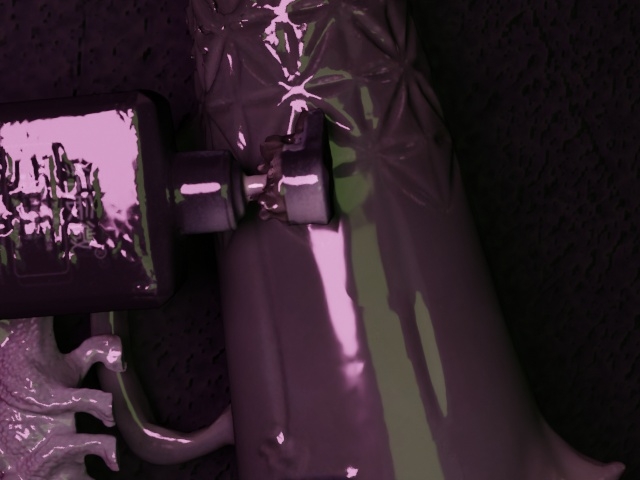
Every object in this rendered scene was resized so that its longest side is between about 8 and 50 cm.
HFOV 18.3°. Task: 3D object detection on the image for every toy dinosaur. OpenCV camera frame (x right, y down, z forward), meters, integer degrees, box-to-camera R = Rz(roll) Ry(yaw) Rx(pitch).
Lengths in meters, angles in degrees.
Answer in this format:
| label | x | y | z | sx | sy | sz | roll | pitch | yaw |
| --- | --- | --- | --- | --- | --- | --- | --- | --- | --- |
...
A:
| label | x | y | z | sx | sy | sz | roll | pitch | yaw |
| --- | --- | --- | --- | --- | --- | --- | --- | --- | --- |
| toy dinosaur | -0.134 | 0.066 | 0.953 | 0.082 | 0.039 | 0.208 | -2 | 75 | 0 |

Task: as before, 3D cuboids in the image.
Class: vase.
| label | x | y | z | sx | sy | sz | roll | pitch | yaw |
| --- | --- | --- | --- | --- | --- | --- | --- | --- | --- |
| vase | 0.000 | 0.000 | 0.974 | 0.251 | 0.156 | 0.300 | -11 | 96 | 10 |

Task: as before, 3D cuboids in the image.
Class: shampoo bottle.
| label | x | y | z | sx | sy | sz | roll | pitch | yaw |
| --- | --- | --- | --- | --- | --- | --- | --- | --- | --- |
| shampoo bottle | -0.148 | -0.013 | 0.898 | 0.310 | 0.071 | 0.098 | -4 | 94 | 7 |
